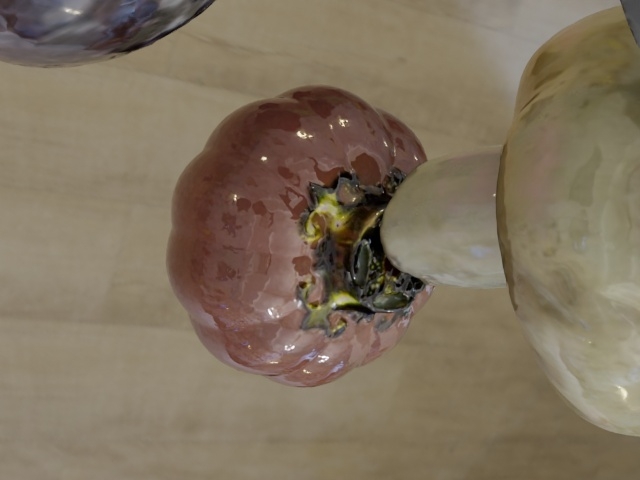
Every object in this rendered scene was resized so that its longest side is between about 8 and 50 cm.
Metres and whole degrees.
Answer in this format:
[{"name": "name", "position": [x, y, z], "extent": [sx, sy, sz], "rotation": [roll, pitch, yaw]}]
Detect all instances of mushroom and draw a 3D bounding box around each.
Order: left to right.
[{"name": "mushroom", "position": [0.260, -0.029, 1.220], "extent": [0.325, 0.353, 0.353], "rotation": [-46, 131, -7]}]

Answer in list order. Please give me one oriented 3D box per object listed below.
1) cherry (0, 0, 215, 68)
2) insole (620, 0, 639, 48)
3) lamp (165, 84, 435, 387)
[{"name": "cherry", "position": [-0.115, -0.208, 0.637], "extent": [0.296, 0.218, 0.255], "rotation": [-38, 117, -44]}, {"name": "insole", "position": [0.230, -0.209, 1.018], "extent": [0.109, 0.007, 0.322], "rotation": [-28, 85, -24]}, {"name": "lamp", "position": [0.000, 0.000, 1.432], "extent": [0.305, 0.239, 0.305], "rotation": [-10, 107, -35]}]
